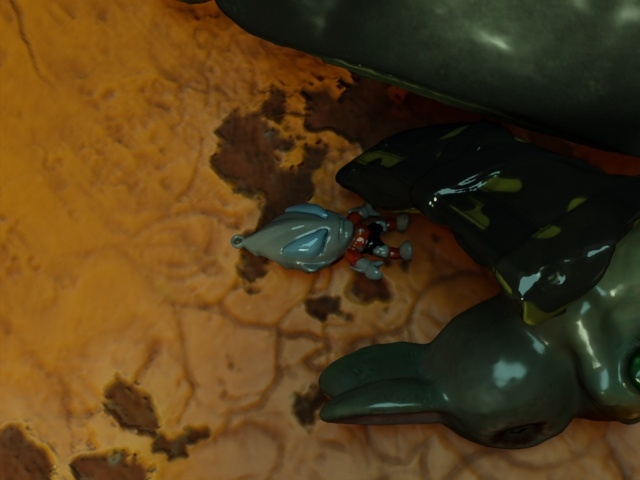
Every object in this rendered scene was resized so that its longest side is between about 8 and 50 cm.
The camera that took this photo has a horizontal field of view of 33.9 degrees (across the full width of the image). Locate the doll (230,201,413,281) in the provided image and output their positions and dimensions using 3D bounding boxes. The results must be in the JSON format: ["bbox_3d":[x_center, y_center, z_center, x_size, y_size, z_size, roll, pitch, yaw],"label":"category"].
[{"bbox_3d":[0.000,-0.001,0.657,0.114,0.039,0.057,-1,79,1],"label":"doll"}]

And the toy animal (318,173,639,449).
[{"bbox_3d":[0.124,0.060,0.605,0.251,0.127,0.125,-26,89,9],"label":"toy animal"}]

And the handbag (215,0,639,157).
[{"bbox_3d":[0.120,-0.225,0.600,0.340,0.247,0.240,18,44,8],"label":"handbag"}]

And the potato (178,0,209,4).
[{"bbox_3d":[-0.077,-0.202,0.709,0.096,0.066,0.103,4,82,30],"label":"potato"}]

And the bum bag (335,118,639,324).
[{"bbox_3d":[0.090,-0.027,0.589,0.106,0.232,0.060,-22,117,-15],"label":"bum bag"}]
